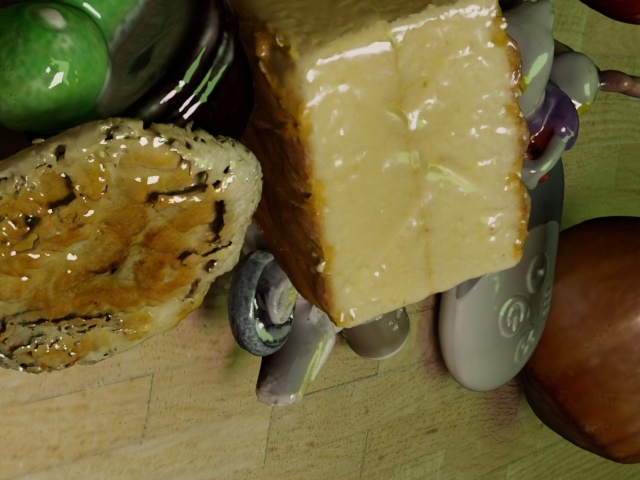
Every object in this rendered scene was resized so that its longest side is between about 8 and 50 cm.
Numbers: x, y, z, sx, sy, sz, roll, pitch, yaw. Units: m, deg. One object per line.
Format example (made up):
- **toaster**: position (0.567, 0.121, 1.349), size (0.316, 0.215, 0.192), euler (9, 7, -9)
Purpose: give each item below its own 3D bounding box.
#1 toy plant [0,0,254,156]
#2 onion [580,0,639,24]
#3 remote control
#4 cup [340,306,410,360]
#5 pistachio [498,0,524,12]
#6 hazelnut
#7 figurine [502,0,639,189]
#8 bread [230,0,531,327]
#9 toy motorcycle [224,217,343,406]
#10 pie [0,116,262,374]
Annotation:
- **toy plant**: position (-0.153, -0.149, 1.415), size (0.235, 0.175, 0.218), euler (45, 52, -41)
- **onion**: position (0.321, -0.375, 2.216), size (0.314, 0.232, 0.314), euler (33, 38, -31)
- **remote control**: position (0.214, 0.019, 2.330), size (0.221, 0.103, 0.332), euler (-21, 119, -57)
- **cup**: position (0.043, 0.065, 2.054), size (0.074, 0.102, 0.099), euler (-31, 145, -4)
- **pistachio**: position (0.163, -0.317, 2.061), size (0.129, 0.131, 0.206), euler (-13, 131, -13)
- **hazelnut**: position (0.415, 0.112, 2.544), size (0.315, 0.372, 0.372), euler (62, 28, 5)
- **figurine**: position (0.214, -0.164, 2.123), size (0.421, 0.154, 0.193), euler (8, 108, -62)
- **bread**: position (0.026, -0.123, 1.616), size (0.207, 0.279, 0.279), euler (-18, 132, -12)
- **toy motorcycle**: position (0.000, 0.000, 1.867), size (0.223, 0.107, 0.341), euler (67, 35, -43)
- **pie**: position (-0.163, 0.005, 1.412), size (0.055, 0.274, 0.274), euler (65, 8, 29)
